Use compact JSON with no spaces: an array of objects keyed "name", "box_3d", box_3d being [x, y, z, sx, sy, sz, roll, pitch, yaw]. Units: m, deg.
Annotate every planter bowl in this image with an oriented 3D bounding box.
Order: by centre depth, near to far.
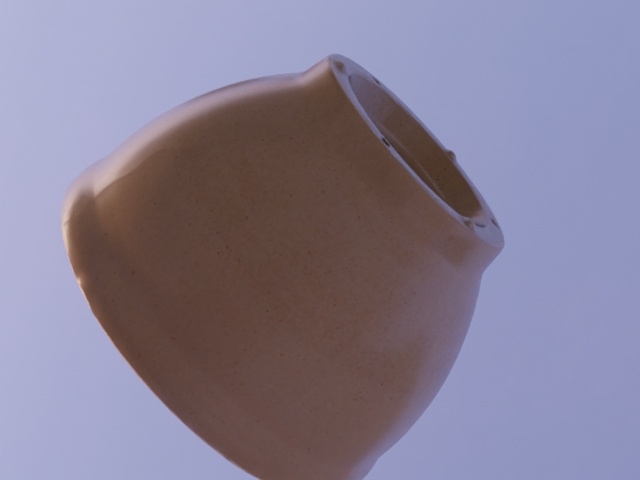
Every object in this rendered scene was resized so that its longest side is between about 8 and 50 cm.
[{"name":"planter bowl","box_3d":[0.000,0.000,0.424,0.109,0.162,0.162,-41,-122,17]}]
